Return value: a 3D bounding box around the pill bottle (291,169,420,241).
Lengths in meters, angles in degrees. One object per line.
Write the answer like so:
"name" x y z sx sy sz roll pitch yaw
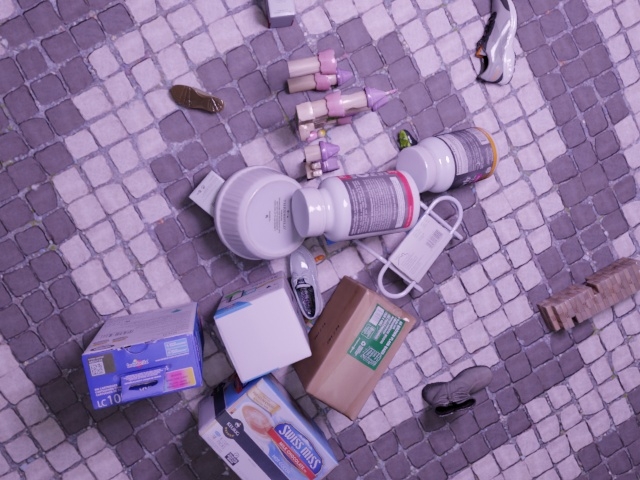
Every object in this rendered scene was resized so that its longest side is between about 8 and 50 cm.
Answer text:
"pill bottle" 0.092 -0.091 1.635 0.318 0.176 0.177 -8 97 -22

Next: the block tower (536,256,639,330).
"block tower" 0.873 0.172 1.937 0.335 0.091 0.097 -28 100 -5

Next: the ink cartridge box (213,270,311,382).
"ink cartridge box" -0.155 0.227 1.670 0.198 0.270 0.197 -22 98 -1

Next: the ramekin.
"ramekin" -0.147 -0.069 1.669 0.272 0.127 0.273 -8 104 -33

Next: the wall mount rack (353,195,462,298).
"wall mount rack" 0.242 -0.017 1.798 0.304 0.130 0.350 38 89 -15

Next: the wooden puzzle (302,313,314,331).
"wooden puzzle" -0.051 0.253 1.831 0.049 0.006 0.083 42 88 -11

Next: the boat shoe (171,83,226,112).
"boat shoe" -0.342 -0.399 1.700 0.152 0.048 0.056 14 106 -4

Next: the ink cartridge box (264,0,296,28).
"ink cartridge box" -0.119 -0.689 1.661 0.072 0.127 0.175 -9 96 -6

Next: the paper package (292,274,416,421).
"paper package" 0.082 0.290 1.704 0.168 0.309 0.325 32 89 -11

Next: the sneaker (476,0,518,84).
"sneaker" 0.518 -0.602 1.794 0.107 0.100 0.272 0 96 -4

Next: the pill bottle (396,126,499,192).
"pill bottle" 0.363 -0.226 1.731 0.278 0.162 0.162 -17 99 -30

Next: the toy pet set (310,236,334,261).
"toy pet set" 0.000 0.000 1.784 0.114 0.065 0.122 -19 99 -7

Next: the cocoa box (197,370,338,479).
"cocoa box" -0.153 0.549 1.729 0.228 0.231 0.347 -40 101 -5

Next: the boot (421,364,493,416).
"boot" 0.443 0.472 1.859 0.246 0.161 0.084 -19 99 -7

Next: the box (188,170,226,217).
"box" -0.301 -0.129 1.708 0.102 0.087 0.101 41 87 -10

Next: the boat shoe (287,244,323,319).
"boat shoe" -0.044 0.122 1.773 0.079 0.081 0.228 -14 99 11

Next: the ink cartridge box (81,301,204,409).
"ink cartridge box" -0.446 0.295 1.570 0.269 0.395 0.151 -11 98 -8

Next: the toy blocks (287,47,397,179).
"toy blocks" 0.063 -0.342 1.645 0.259 0.288 0.309 -11 94 -3

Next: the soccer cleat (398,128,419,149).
"soccer cleat" 0.294 -0.260 1.815 0.072 0.060 0.179 -35 107 -14
